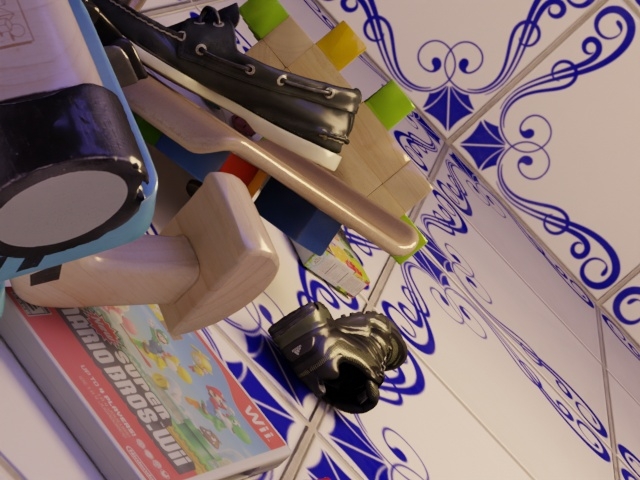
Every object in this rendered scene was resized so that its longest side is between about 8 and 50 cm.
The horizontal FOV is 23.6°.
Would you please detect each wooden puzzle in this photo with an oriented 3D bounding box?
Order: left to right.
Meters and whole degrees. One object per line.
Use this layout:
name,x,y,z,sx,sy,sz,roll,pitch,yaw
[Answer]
wooden puzzle,-0.099,-0.088,1.696,0.347,0.080,0.322,26,6,-45

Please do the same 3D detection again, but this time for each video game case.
video game case,-0.141,0.118,1.254,0.204,0.025,0.285,51,14,13

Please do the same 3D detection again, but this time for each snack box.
snack box,0.000,0.000,1.953,0.100,0.037,0.141,37,17,-39

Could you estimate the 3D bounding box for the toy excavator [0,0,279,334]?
toy excavator,-0.214,-0.029,1.034,0.222,0.432,0.445,65,-23,21

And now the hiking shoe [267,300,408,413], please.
hiking shoe,0.030,0.137,1.625,0.227,0.086,0.114,14,49,-56

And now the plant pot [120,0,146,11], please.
plant pot,-0.292,-0.443,1.811,0.305,0.334,0.334,34,16,-8

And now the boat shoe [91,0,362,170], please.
boat shoe,-0.104,-0.205,1.695,0.340,0.113,0.127,30,4,-6

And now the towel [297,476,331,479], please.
towel,0.044,0.309,1.271,0.275,0.031,0.199,53,14,21

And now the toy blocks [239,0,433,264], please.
toy blocks,0.003,-0.149,2.062,0.381,0.190,0.261,50,-4,-6

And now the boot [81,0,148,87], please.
boot,-0.292,-0.137,1.091,0.118,0.222,0.338,55,16,25

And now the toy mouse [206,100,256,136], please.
toy mouse,-0.124,-0.190,2.113,0.161,0.031,0.143,43,15,-16

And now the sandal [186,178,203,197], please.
sandal,-0.110,-0.023,1.655,0.072,0.049,0.180,33,2,-26
